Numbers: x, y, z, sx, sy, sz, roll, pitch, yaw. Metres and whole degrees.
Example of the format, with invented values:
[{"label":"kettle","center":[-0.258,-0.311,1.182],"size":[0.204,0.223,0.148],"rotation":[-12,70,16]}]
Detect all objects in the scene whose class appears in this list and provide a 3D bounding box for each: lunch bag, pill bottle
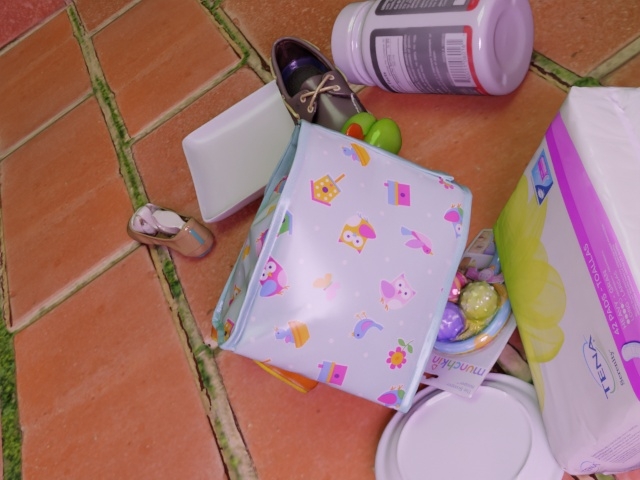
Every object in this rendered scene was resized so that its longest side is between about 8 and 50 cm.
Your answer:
[{"label":"lunch bag","center":[0.028,0.021,0.802],"size":[0.160,0.224,0.262],"rotation":[-167,98,-78]},{"label":"pill bottle","center":[0.168,-0.309,1.138],"size":[0.283,0.161,0.161],"rotation":[12,60,41]}]

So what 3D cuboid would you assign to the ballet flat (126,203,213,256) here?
[{"label":"ballet flat","center":[-0.270,-0.031,1.246],"size":[0.232,0.073,0.080],"rotation":[13,60,41]}]

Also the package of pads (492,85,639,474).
[{"label":"package of pads","center":[0.260,0.043,0.673],"size":[0.101,0.229,0.296],"rotation":[-1,57,-9]}]

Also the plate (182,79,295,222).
[{"label":"plate","center":[-0.101,-0.168,1.278],"size":[0.277,0.045,0.278],"rotation":[-32,42,6]}]

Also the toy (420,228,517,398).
[{"label":"toy","center":[0.173,0.060,0.851],"size":[0.237,0.056,0.137],"rotation":[-49,28,-23]}]

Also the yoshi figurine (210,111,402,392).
[{"label":"yoshi figurine","center":[0.020,0.013,0.976],"size":[0.362,0.204,0.203],"rotation":[-61,5,-7]}]

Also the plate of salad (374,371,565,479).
[{"label":"plate of salad","center":[0.152,0.220,0.750],"size":[0.200,0.048,0.199],"rotation":[-19,34,13]}]

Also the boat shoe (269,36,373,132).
[{"label":"boat shoe","center":[-0.001,-0.221,1.154],"size":[0.117,0.096,0.324],"rotation":[-31,43,4]}]
